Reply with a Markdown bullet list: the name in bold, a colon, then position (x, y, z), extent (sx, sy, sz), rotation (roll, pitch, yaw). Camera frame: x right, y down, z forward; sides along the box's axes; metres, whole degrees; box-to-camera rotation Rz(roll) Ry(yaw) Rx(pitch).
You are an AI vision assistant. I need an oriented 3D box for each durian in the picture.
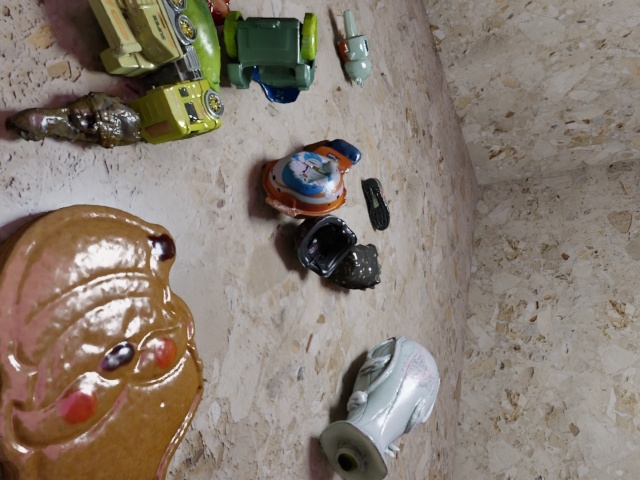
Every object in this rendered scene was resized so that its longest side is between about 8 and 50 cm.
- **durian**: position (-0.249, -0.411, 0.932), extent (0.139, 0.101, 0.250), rotation (-22, 93, -65)

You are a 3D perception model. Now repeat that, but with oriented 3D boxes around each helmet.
- **helmet**: position (-0.005, -0.004, 1.257), extent (0.153, 0.107, 0.177), rotation (-48, 134, -1)

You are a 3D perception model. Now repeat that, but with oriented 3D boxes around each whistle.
- **whistle**: position (0.114, -0.643, 1.657), extent (0.101, 0.106, 0.253), rotation (-109, -176, -64)

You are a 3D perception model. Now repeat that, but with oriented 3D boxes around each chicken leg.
- **chicken leg**: position (-0.359, -0.178, 0.729), extent (0.198, 0.069, 0.084), rotation (-24, 127, -54)

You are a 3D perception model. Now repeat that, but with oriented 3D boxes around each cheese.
- **cheese**: position (-0.015, -0.158, 1.204), extent (0.329, 0.217, 0.129), rotation (-46, 163, -42)

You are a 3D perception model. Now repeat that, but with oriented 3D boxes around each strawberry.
- **strawberry**: position (-0.233, -0.508, 1.052), extent (0.152, 0.048, 0.103), rotation (-53, 123, -73)

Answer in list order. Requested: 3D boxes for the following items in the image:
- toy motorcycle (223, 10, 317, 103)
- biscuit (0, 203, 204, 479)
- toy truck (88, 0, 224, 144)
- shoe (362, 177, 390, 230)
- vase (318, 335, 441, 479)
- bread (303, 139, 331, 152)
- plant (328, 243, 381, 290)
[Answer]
- **toy motorcycle**: position (-0.095, -0.422, 1.153), extent (0.326, 0.191, 0.199), rotation (-74, 166, -72)
- **biscuit**: position (-0.313, 0.173, 0.717), extent (0.350, 0.078, 0.455), rotation (-23, 103, -57)
- **toy truck**: position (-0.283, -0.297, 0.823), extent (0.157, 0.124, 0.272), rotation (-46, 122, -56)
- **shoe**: position (0.206, -0.133, 1.727), extent (0.077, 0.074, 0.194), rotation (-44, 119, -62)
- **vase**: position (0.173, 0.459, 1.361), extent (0.445, 0.250, 0.249), rotation (-35, 114, -53)
- **bread**: position (-0.011, -0.163, 1.322), extent (0.049, 0.088, 0.226), rotation (43, 47, -53)
- **plant**: position (0.103, 0.076, 1.422), extent (0.194, 0.129, 0.132), rotation (18, 67, -56)
